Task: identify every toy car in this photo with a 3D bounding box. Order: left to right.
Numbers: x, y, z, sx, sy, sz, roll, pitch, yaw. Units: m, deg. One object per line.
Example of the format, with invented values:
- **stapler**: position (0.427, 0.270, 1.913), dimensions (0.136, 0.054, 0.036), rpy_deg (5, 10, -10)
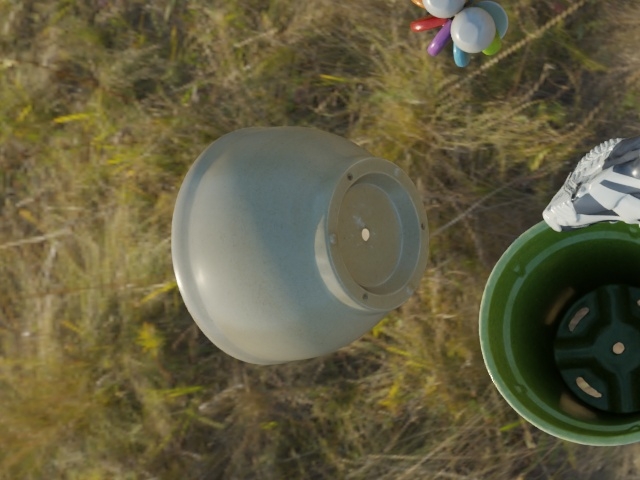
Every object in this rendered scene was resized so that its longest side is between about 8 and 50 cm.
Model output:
- **toy car**: position (0.227, -0.378, 1.797), dimensions (0.136, 0.159, 0.182), rpy_deg (-40, 92, 28)

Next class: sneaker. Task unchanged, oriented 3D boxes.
- **sneaker**: position (0.315, -0.028, 0.941), dimensions (0.153, 0.094, 0.235), rpy_deg (42, 144, -4)

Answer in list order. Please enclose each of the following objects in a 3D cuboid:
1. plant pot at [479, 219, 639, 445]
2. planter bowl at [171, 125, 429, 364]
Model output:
- **plant pot**: position (0.361, 0.120, 1.304), dimensions (0.276, 0.254, 0.276), rpy_deg (-5, 77, 21)
- **planter bowl**: position (0.000, 0.000, 0.676), dimensions (0.109, 0.162, 0.162), rpy_deg (-5, 88, 46)
